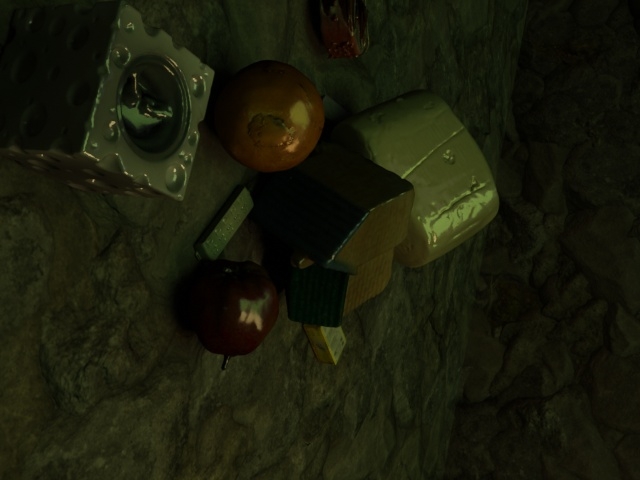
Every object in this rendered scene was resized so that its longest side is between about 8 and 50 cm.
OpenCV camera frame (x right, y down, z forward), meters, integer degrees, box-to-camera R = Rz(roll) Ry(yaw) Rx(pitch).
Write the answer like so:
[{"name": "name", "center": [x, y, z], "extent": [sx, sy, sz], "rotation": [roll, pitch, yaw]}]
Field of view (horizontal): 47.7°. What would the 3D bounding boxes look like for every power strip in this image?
[{"name": "power strip", "center": [-0.214, -0.048, 1.686], "extent": [0.252, 0.027, 0.060], "rotation": [-59, 140, -36]}]

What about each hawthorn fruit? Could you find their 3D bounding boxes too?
[{"name": "hawthorn fruit", "center": [-0.199, 0.170, 1.606], "extent": [0.208, 0.208, 0.248], "rotation": [-26, 132, -57]}]

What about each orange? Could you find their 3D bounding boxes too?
[{"name": "orange", "center": [-0.113, -0.272, 1.597], "extent": [0.246, 0.246, 0.246], "rotation": [-21, 114, -59]}]

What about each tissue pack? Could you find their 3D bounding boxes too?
[{"name": "tissue pack", "center": [0.014, 0.275, 2.139], "extent": [0.095, 0.062, 0.176], "rotation": [-62, 144, -37]}]

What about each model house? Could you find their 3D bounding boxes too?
[{"name": "model house", "center": [0.000, 0.000, 1.839], "extent": [0.343, 0.335, 0.382], "rotation": [-30, 138, -35]}]

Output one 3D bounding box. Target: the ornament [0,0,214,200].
[{"name": "ornament", "center": [-0.355, -0.216, 1.176], "extent": [0.240, 0.240, 0.239], "rotation": [29, 70, -60]}]

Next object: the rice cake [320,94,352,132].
[{"name": "rice cake", "center": [0.066, -0.334, 2.101], "extent": [0.399, 0.064, 0.070], "rotation": [22, 67, -61]}]

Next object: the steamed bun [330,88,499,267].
[{"name": "steamed bun", "center": [0.243, -0.167, 2.051], "extent": [0.371, 0.290, 0.455], "rotation": [-29, 89, -25]}]

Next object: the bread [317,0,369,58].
[{"name": "bread", "center": [0.070, -0.601, 1.966], "extent": [0.212, 0.143, 0.224], "rotation": [-70, 155, -57]}]
